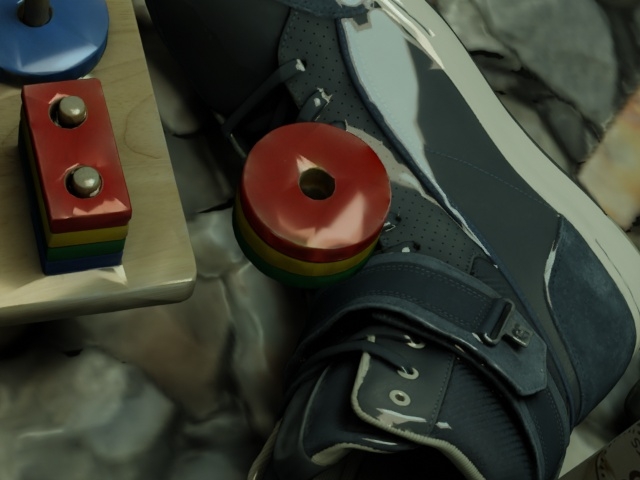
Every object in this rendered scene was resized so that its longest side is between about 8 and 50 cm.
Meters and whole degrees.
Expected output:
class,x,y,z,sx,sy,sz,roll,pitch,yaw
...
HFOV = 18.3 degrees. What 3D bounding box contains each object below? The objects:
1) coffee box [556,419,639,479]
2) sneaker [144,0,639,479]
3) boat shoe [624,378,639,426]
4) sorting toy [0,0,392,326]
class,x,y,z,sx,sy,sz,roll,pitch,yaw
coffee box,0.100,0.125,0.526,0.098,0.246,0.141,-25,75,-38
sneaker,0.001,0.000,0.656,0.226,0.086,0.163,43,46,-2
boat shoe,0.158,0.039,0.757,0.133,0.049,0.042,-30,51,-34
sorting toy,-0.121,-0.040,0.581,0.274,0.046,0.132,-7,61,-15
